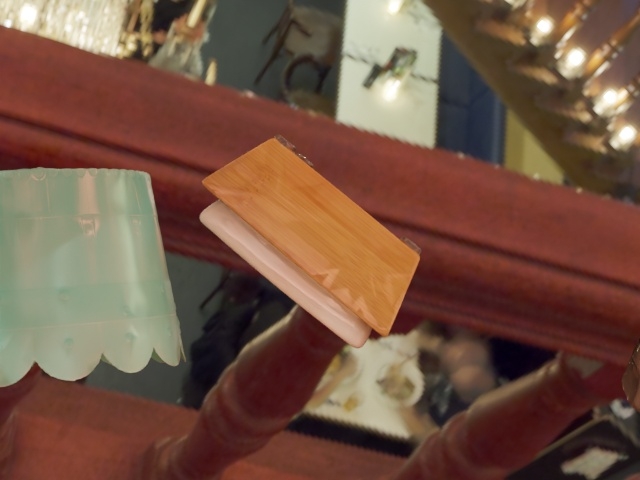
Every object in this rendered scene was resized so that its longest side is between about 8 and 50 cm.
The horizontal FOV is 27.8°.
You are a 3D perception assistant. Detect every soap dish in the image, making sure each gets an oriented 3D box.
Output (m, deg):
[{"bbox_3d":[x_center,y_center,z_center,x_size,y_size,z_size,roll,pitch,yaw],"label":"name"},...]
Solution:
[{"bbox_3d":[0.000,0.000,1.354,0.229,0.291,0.118,39,92,4],"label":"soap dish"}]

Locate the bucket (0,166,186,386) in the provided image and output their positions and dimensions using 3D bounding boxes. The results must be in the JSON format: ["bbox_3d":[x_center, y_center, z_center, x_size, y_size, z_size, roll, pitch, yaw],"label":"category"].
[{"bbox_3d":[-0.269,0.038,1.196,0.281,0.281,0.183,-3,86,-23],"label":"bucket"}]

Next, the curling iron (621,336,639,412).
[{"bbox_3d":[0.135,-0.073,0.284,0.035,0.274,0.068,26,21,16],"label":"curling iron"}]
